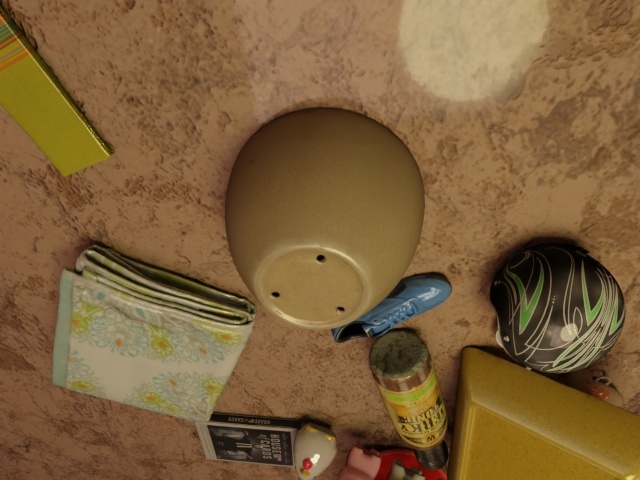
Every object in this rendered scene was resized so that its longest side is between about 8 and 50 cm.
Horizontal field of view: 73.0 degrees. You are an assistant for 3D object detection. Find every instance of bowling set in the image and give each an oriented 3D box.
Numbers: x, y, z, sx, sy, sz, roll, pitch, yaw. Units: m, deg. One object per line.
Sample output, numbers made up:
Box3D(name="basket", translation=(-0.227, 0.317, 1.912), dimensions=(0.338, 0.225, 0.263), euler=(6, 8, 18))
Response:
Box3D(name="bowling set", translation=(0.425, 0.372, 0.790), dimensions=(0.154, 0.200, 0.287), euler=(32, 119, -15))

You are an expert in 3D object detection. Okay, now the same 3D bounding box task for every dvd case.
Box3D(name="dvd case", translation=(-0.167, 0.476, 1.030), dimensions=(0.238, 0.030, 0.179), euler=(3, 127, 5))

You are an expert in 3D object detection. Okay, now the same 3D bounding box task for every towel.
Box3D(name="towel", translation=(-0.382, -0.197, 0.564), dimensions=(0.102, 0.021, 0.237), euler=(-13, 125, 22))
Box3D(name="towel", translation=(-0.317, 0.201, 0.807), dimensions=(0.320, 0.090, 0.375), euler=(22, 126, -9))

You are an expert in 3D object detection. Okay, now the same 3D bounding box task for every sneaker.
Box3D(name="sneaker", translation=(0.114, 0.120, 0.703), dimensions=(0.209, 0.082, 0.069), euler=(-19, 120, 18))

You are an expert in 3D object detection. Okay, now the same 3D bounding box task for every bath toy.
Box3D(name="bath toy", translation=(0.093, 0.506, 0.896), dimensions=(0.348, 0.129, 0.151), euler=(19, 169, 16))

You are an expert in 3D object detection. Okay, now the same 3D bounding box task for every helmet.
Box3D(name="helmet", translation=(0.332, 0.099, 0.611), dimensions=(0.169, 0.162, 0.170), euler=(3, 127, 4))

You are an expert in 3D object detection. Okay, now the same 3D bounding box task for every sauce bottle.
Box3D(name="sauce bottle", translation=(0.185, 0.321, 0.827), dimensions=(0.111, 0.111, 0.345), euler=(-14, 125, 16))

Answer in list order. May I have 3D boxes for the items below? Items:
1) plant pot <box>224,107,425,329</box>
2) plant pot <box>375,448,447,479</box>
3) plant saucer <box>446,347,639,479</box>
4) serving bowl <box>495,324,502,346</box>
Box3D(name="plant pot", translation=(0.000, 0.000, 0.559), dimensions=(0.283, 0.191, 0.284), euler=(3, 126, 4))
Box3D(name="plant pot", translation=(0.174, 0.664, 1.001), dimensions=(0.274, 0.275, 0.243), euler=(5, 137, 2))
Box3D(name="plant saucer", translation=(0.359, 0.391, 0.719), dimensions=(0.332, 0.081, 0.333), euler=(17, 117, 40))
Box3D(name="serving bowl", translation=(0.337, 0.150, 0.732), dimensions=(0.083, 0.027, 0.083), euler=(3, 126, 4))
